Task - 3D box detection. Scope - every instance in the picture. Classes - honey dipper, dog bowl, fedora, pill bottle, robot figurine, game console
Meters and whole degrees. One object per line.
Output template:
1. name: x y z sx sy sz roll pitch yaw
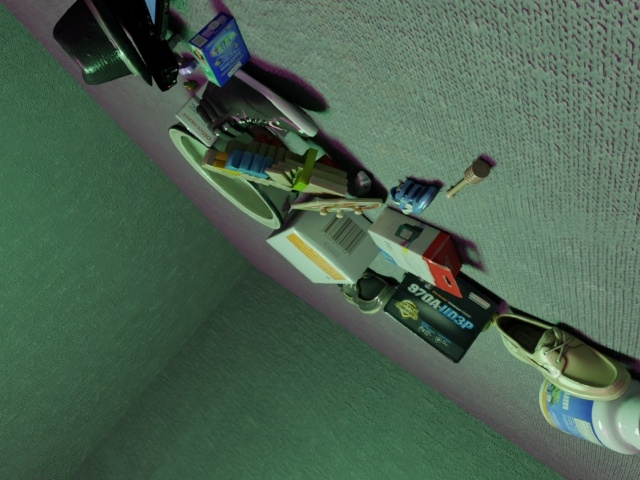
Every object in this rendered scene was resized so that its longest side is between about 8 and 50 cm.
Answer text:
1. honey dipper: 0.240 -0.095 0.908 0.030 0.030 0.160 39 169 4
2. dog bowl: -0.222 -0.218 1.530 0.408 0.150 0.408 38 168 9
3. fedora: -0.558 -0.492 1.348 0.334 0.153 0.334 57 174 9
4. pill bottle: 0.605 0.356 1.140 0.152 0.152 0.272 41 167 -7
5. robot figurine: 0.394 0.200 1.368 0.115 0.101 0.067 34 -134 -75
6. game console: -0.357 -0.477 1.134 0.213 0.044 0.361 61 158 1

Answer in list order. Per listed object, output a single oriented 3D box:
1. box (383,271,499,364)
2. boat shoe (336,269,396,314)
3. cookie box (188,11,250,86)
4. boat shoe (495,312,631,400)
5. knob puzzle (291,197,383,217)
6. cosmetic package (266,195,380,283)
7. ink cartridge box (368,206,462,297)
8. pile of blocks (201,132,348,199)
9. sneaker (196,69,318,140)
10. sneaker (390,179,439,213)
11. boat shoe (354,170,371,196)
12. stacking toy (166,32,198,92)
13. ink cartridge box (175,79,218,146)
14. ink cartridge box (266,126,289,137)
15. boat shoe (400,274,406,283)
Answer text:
1. box: 0.290 0.163 1.315 0.220 0.175 0.051 36 -171 17
2. boat shoe: 0.135 0.163 1.868 0.130 0.132 0.355 43 166 -14
3. cookie box: -0.195 -0.370 1.056 0.040 0.092 0.107 37 167 23
4. boat shoe: 0.497 0.236 1.151 0.098 0.109 0.302 46 172 -30
5. knob puzzle: 0.060 -0.073 1.254 0.213 0.030 0.213 -1 177 0
6. cosmetic package: 0.000 0.000 1.623 0.230 0.161 0.453 41 168 -7
7. ink cartridge box: 0.233 0.026 1.231 0.231 0.078 0.134 29 164 39
8. pile of blocks: -0.100 -0.188 1.229 0.362 0.112 0.149 14 172 12
9. sneaker: -0.140 -0.251 1.126 0.296 0.146 0.104 37 -169 24
10. sneaker: 0.179 -0.087 1.057 0.059 0.053 0.144 44 166 -11
11. boat shoe: 0.092 -0.128 1.218 0.100 0.035 0.035 76 169 -76
12. stacking toy: -0.355 -0.438 1.372 0.221 0.052 0.167 25 161 50
13. ink cartridge box: -0.251 -0.308 1.275 0.109 0.150 0.063 43 180 -17
14. ink cartridge box: -0.103 -0.272 1.225 0.083 0.048 0.028 43 167 -11
15. boat shoe: 0.282 0.168 1.646 0.083 0.065 0.183 9 146 16
